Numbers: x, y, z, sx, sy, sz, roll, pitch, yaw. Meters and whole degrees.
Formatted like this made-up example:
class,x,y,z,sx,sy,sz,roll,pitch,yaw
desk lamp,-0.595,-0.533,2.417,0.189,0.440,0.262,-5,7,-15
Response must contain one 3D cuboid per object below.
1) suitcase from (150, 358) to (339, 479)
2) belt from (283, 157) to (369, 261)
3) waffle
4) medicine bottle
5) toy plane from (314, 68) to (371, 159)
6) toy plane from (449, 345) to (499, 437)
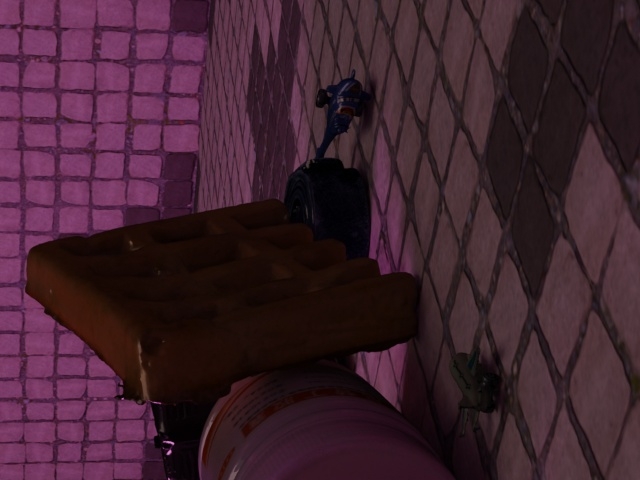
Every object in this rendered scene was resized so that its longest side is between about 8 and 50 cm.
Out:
class,x,y,z,sx,sy,sz,roll,pitch,yaw
suitcase,-0.102,0.163,1.754,0.335,0.229,0.152,-119,23,-67
belt,0.000,0.000,1.604,0.141,0.082,0.190,-112,24,-50
waffle,-0.106,0.051,1.400,0.348,0.304,0.077,28,123,57
medicine bottle,0.005,0.227,1.239,0.316,0.202,0.202,-147,58,-77
toy plane,0.015,-0.126,1.575,0.167,0.054,0.062,119,160,-57
toy plane,0.119,0.111,1.102,0.083,0.033,0.080,-95,9,-63
